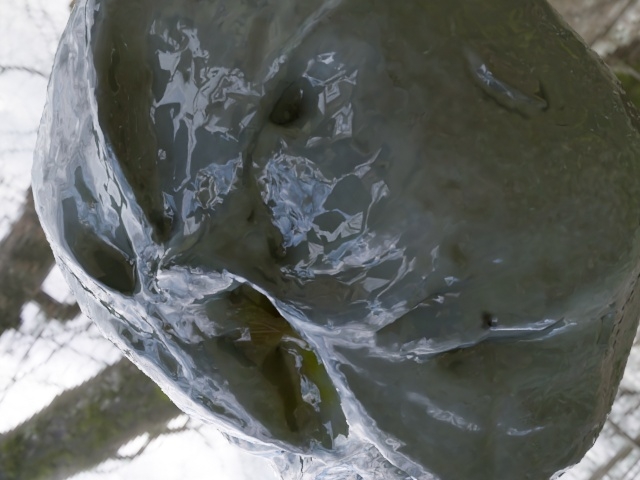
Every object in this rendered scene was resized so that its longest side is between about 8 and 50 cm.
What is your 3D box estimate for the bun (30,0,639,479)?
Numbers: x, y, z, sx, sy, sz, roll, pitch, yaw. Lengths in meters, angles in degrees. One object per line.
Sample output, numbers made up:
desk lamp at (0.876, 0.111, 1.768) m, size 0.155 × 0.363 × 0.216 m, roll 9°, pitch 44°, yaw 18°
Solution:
bun at (-0.005, 0.000, 0.616) m, size 0.354 × 0.354 × 0.194 m, roll 37°, pitch -131°, yaw -1°
